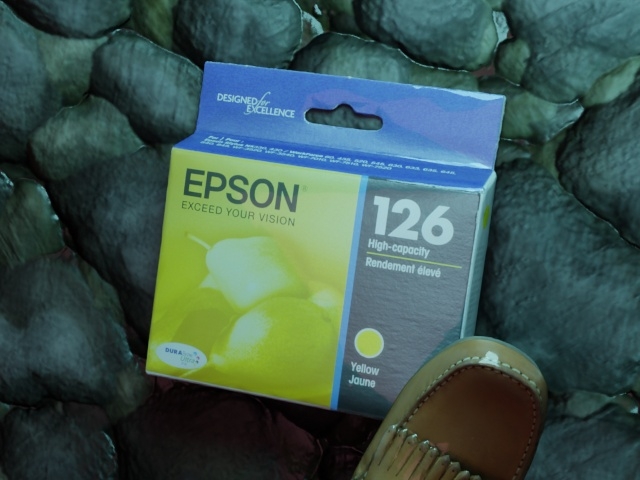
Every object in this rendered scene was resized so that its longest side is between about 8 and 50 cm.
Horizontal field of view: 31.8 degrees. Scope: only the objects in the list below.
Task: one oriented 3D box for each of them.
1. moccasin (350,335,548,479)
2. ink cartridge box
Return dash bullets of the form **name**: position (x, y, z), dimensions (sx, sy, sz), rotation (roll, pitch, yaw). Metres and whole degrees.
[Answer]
- **moccasin**: position (0.067, 0.241, 0.957), dimensions (0.139, 0.147, 0.380), rotation (36, 117, 0)
- **ink cartridge box**: position (0.000, 0.000, 1.045), dimensions (0.303, 0.072, 0.307), rotation (9, 98, 17)
